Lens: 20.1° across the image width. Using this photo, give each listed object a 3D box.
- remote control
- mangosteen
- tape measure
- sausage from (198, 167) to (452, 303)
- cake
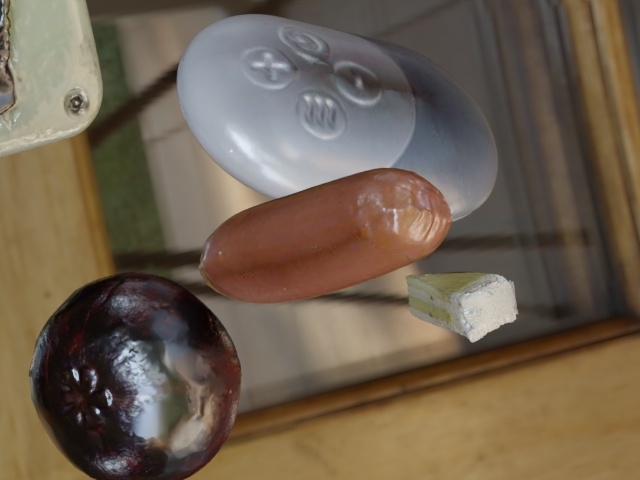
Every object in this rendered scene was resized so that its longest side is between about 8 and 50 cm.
[{"bbox_3d":[0.020,-0.114,1.704,0.103,0.332,0.221,-52,38,42],"label":"remote control"},{"bbox_3d":[-0.120,0.092,1.236,0.152,0.152,0.152,167,90,-68],"label":"mangosteen"},{"bbox_3d":[-0.315,-0.163,1.391,0.133,0.271,0.231,20,126,60],"label":"tape measure"},{"bbox_3d":[0.000,0.000,1.192,0.194,0.077,0.077,-16,87,39],"label":"sausage"},{"bbox_3d":[0.115,0.057,1.674,0.121,0.065,0.052,1,115,44],"label":"cake"}]
